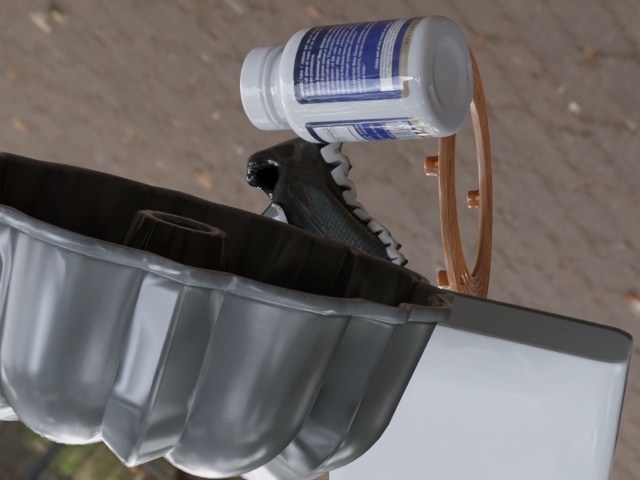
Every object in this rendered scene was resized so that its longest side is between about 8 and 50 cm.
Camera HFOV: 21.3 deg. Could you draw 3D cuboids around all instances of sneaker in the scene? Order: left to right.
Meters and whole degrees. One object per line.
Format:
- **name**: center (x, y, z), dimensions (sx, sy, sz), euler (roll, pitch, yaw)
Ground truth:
- **sneaker**: center (0.000, 0.000, 1.494), dimensions (0.078, 0.106, 0.234), euler (105, 146, -50)

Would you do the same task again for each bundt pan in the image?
- **bundt pan**: center (-0.095, 0.046, 0.988), dimensions (0.331, 0.124, 0.331), euler (16, -173, -2)

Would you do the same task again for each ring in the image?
- **ring**: center (0.164, -0.067, 2.007), dimensions (0.032, 0.336, 0.336), euler (-1, 154, 14)

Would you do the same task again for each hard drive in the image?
- **hard drive**: center (0.106, 0.169, 1.230), dimensions (0.203, 0.040, 0.307), euler (12, 130, 14)

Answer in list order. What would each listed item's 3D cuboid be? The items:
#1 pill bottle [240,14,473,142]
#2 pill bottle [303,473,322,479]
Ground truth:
- **pill bottle**: center (0.026, -0.124, 1.337), dimensions (0.169, 0.094, 0.094), euler (-1, 146, 30)
- **pill bottle**: center (-0.090, 0.109, 1.597), dimensions (0.283, 0.161, 0.161), euler (22, 159, 53)
